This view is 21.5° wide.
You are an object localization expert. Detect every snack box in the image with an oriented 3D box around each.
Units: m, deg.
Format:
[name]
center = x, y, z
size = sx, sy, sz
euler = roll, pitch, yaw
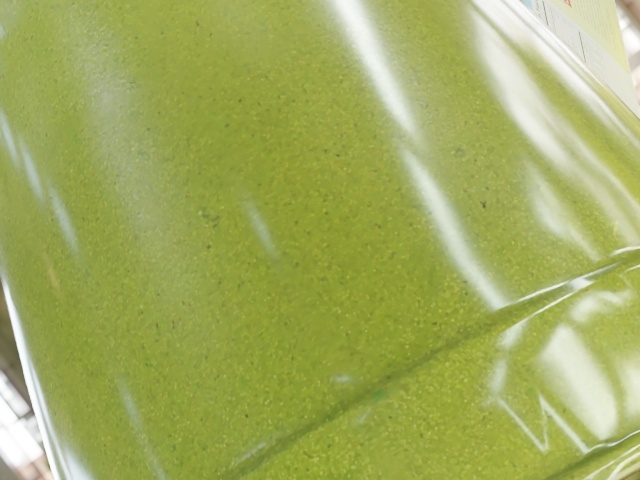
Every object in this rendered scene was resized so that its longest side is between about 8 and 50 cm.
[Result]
[snack box]
center = 0.197, -0.211, 1.472
size = 0.060, 0.322, 0.187
euler = -24, -35, 29

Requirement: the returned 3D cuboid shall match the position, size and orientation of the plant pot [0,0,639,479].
[plant pot]
center = 0.000, 0.000, 0.801
size = 0.366, 0.353, 0.366
euler = -27, -15, -8
